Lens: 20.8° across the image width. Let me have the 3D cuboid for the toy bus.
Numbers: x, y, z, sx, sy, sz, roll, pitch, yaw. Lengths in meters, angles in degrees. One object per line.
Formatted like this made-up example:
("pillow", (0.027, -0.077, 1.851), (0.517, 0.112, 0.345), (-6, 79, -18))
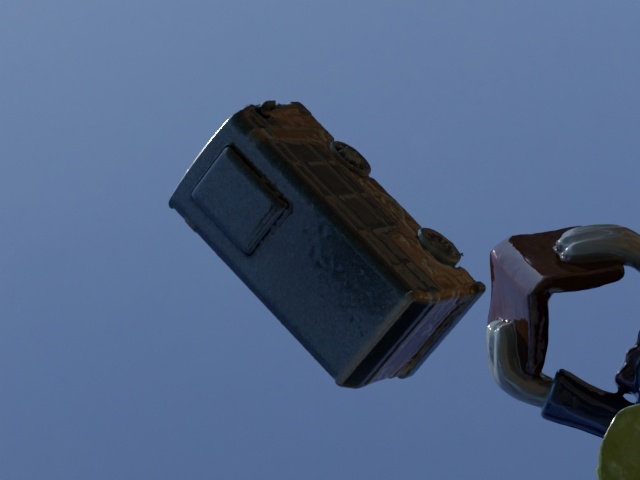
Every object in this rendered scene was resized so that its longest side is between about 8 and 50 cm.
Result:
("toy bus", (0.000, 0.000, 1.653), (0.275, 0.138, 0.167), (47, -157, 18))

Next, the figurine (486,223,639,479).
("figurine", (0.228, 0.108, 1.195), (0.283, 0.204, 0.338), (28, 169, 31))
